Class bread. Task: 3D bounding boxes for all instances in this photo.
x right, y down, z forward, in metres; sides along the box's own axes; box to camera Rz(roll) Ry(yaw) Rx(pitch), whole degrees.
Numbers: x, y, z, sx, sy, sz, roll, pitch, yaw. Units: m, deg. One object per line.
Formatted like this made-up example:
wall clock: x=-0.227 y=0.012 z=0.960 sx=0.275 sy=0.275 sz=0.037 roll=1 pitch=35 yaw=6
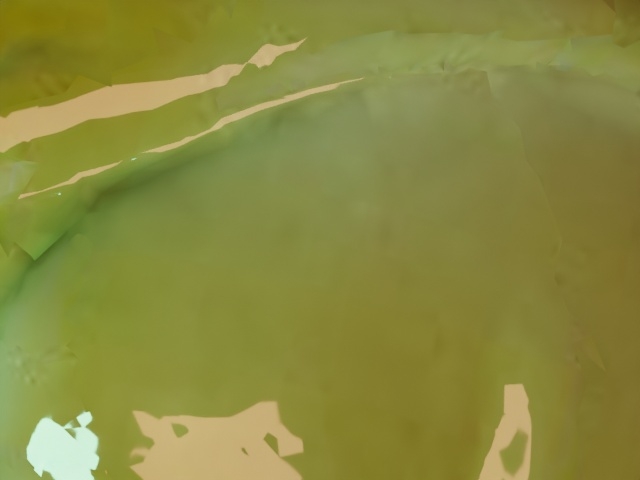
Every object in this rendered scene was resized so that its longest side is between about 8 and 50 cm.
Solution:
bread: x=0.000 y=0.000 z=0.474 sx=0.315 sy=0.211 sz=0.270 roll=12 pitch=167 yaw=-21
